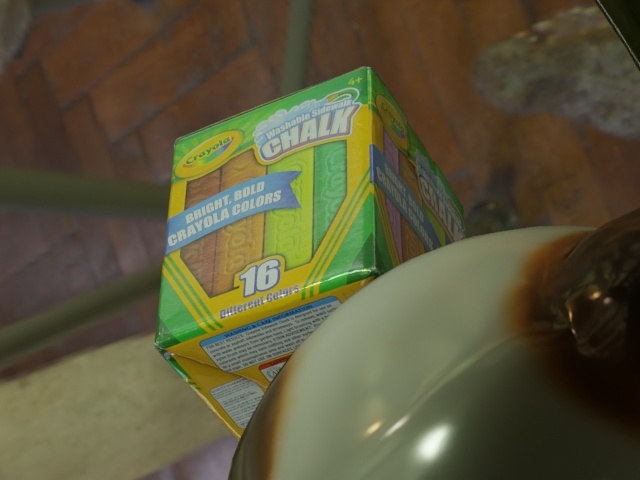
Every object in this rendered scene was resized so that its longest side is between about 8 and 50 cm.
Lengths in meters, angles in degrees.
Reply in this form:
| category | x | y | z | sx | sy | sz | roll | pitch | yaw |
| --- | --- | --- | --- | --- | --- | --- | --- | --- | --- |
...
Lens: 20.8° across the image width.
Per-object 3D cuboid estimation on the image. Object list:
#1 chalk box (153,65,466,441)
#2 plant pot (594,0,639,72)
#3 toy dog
| category | x | y | z | sx | sy | sz | roll | pitch | yaw |
| --- | --- | --- | --- | --- | --- | --- | --- | --- | --- |
| chalk box | 0.000 | 0.000 | 0.984 | 0.132 | 0.213 | 0.132 | -22 | 131 | 19 |
| plant pot | 0.015 | -0.003 | 0.170 | 0.353 | 0.366 | 0.366 | -30 | 82 | 61 |
| toy dog | 0.137 | 0.171 | 0.550 | 0.284 | 0.395 | 0.408 | -38 | 104 | 25 |
